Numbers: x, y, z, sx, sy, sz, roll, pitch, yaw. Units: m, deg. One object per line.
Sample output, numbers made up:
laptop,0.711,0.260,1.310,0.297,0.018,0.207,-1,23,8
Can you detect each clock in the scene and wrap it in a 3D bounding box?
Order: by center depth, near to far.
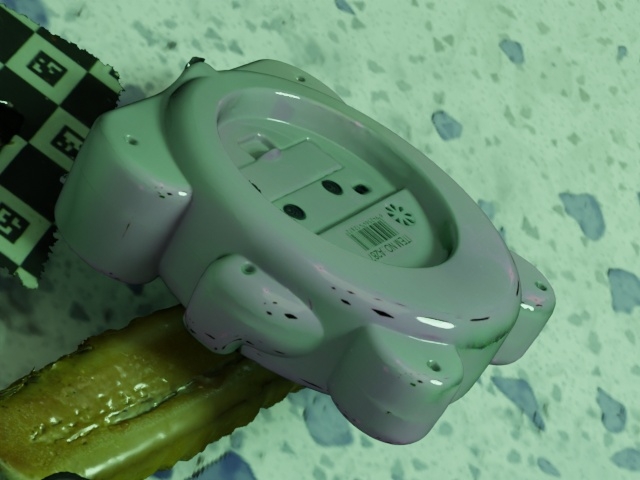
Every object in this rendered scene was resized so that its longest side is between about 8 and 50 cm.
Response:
clock,0.000,0.000,0.971,0.248,0.090,0.227,38,31,15

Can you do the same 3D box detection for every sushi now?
sushi,-0.231,-0.077,0.969,0.210,0.040,0.193,31,42,-13

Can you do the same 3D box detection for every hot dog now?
hot dog,-0.078,0.080,0.958,0.289,0.068,0.083,-22,71,-46

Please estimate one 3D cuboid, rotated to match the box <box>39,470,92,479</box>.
box,-0.047,0.280,0.730,0.350,0.058,0.211,41,61,-13
